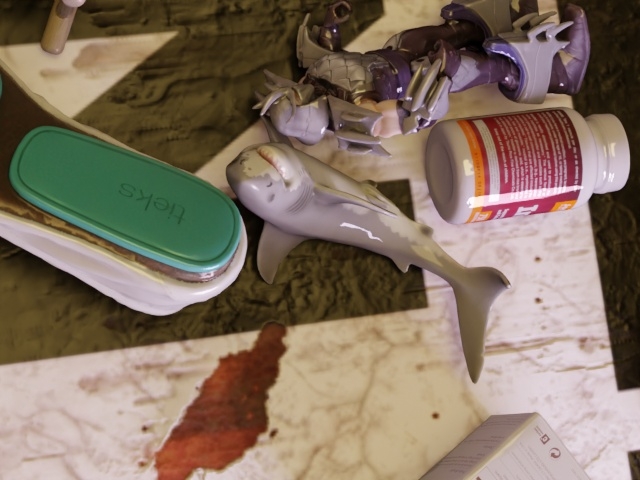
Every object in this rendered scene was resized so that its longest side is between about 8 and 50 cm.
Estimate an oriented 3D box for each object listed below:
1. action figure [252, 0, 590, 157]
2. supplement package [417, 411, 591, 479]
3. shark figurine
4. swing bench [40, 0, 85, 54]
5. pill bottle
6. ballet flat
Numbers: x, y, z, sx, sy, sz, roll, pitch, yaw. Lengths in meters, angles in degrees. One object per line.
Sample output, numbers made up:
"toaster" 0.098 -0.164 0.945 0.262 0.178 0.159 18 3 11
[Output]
"action figure" 0.069 -0.139 1.320 0.285 0.185 0.099 -21 129 -29
"supplement package" 0.117 0.229 1.309 0.179 0.105 0.105 -39 94 -15
"shark figurine" 0.013 0.003 1.330 0.278 0.166 0.116 29 103 -28
"swing bench" -0.267 -0.308 1.240 0.253 0.165 0.254 17 79 -12
"pill bottle" 0.168 -0.063 1.367 0.152 0.086 0.086 -8 85 -15
"ballet flat" -0.246 -0.056 1.234 0.400 0.139 0.139 30 77 -6
